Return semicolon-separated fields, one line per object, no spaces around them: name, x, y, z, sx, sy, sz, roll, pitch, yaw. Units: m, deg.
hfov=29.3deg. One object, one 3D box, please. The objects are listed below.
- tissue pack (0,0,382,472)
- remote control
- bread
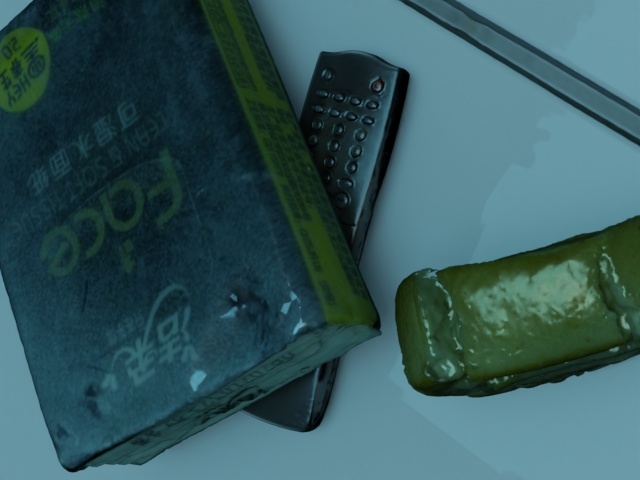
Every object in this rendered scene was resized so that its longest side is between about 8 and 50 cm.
tissue pack;-0.094;-0.025;0.675;0.185;0.081;0.257;-32;68;27
remote control;0.000;0.000;0.678;0.059;0.028;0.212;17;95;27
bread;0.112;0.033;0.577;0.156;0.117;0.064;-18;79;22
